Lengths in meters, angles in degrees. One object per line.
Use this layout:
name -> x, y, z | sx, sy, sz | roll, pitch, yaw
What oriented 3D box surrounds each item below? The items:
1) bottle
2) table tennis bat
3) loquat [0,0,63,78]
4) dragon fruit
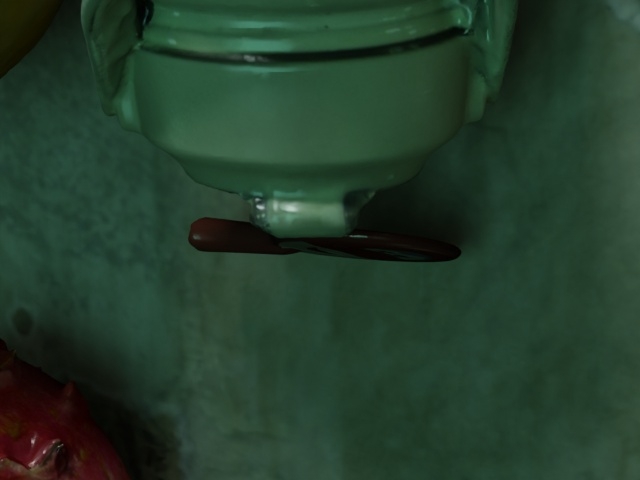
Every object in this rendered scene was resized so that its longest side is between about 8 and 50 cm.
bottle -> -0.016, -0.165, 0.739 | 0.229, 0.229, 0.351 | 8, 110, 24
table tennis bat -> 0.000, 0.000, 0.860 | 0.155, 0.098, 0.019 | 3, 85, 27
loquat -> -0.277, -0.223, 0.806 | 0.328, 0.328, 0.359 | -12, 71, 28
dragon fruit -> -0.198, 0.189, 0.953 | 0.210, 0.205, 0.268 | -7, 101, 20
